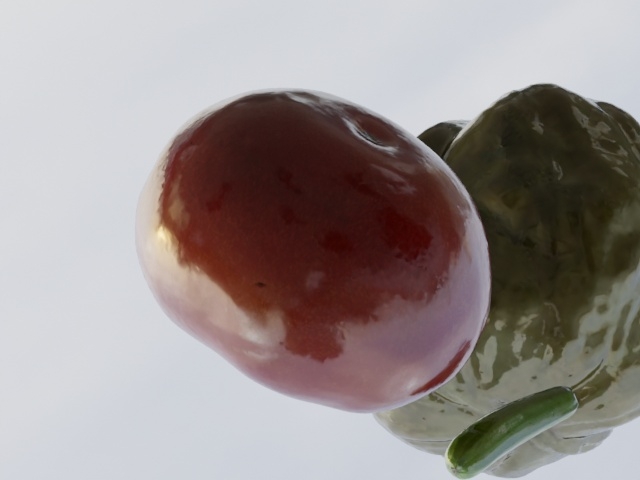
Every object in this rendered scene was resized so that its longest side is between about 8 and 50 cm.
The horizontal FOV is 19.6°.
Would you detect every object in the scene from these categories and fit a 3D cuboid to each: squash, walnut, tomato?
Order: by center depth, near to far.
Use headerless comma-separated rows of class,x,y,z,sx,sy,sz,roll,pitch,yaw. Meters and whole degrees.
tomato,0.000,0.000,0.974,0.195,0.136,0.195,21,-159,-8
squash,0.103,0.102,1.002,0.089,0.027,0.027,-27,-138,-29
walnut,0.145,0.033,1.432,0.253,0.282,0.277,4,-116,-16
